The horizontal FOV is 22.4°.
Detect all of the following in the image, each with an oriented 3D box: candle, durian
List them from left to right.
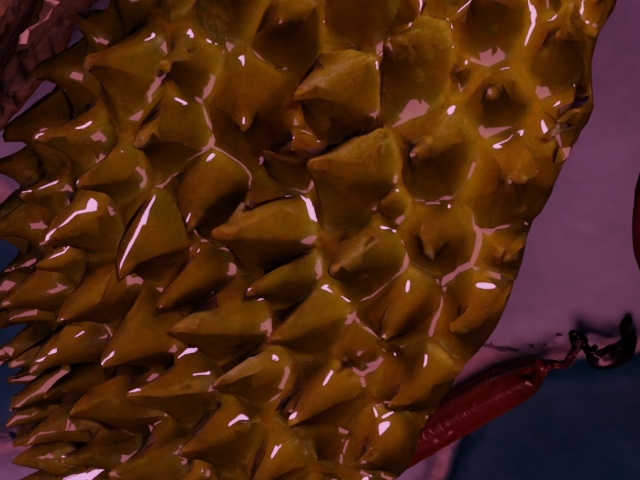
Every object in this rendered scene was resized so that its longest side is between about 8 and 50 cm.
[{"bbox_3d":[-0.007,0.006,0.511,0.157,0.169,0.355,43,125,15],"label":"durian"},{"bbox_3d":[0.052,0.070,0.637,0.167,0.021,0.026,-33,109,32],"label":"candle"}]

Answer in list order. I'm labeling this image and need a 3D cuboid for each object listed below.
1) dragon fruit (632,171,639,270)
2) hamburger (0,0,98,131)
[{"bbox_3d":[0.184,0.036,0.471,0.234,0.234,0.293,42,138,-12],"label":"dragon fruit"},{"bbox_3d":[-0.118,-0.134,0.484,0.156,0.144,0.283,38,124,3],"label":"hamburger"}]
